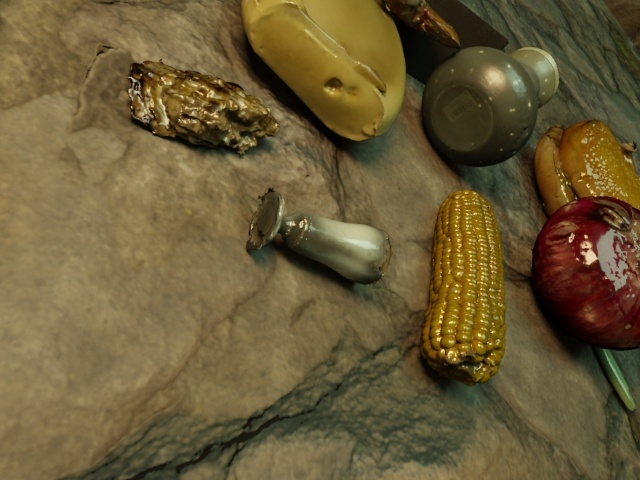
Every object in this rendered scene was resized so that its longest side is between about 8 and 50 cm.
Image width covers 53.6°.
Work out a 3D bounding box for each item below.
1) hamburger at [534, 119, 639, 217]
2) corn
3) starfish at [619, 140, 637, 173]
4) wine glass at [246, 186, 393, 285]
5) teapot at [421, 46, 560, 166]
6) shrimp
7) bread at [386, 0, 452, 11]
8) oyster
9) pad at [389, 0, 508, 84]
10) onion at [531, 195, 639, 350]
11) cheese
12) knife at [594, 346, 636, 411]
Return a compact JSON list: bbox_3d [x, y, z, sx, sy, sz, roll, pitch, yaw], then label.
[{"bbox_3d":[0.472,-0.093,1.146,0.156,0.144,0.283,-9,70,-34],"label":"hamburger"},{"bbox_3d":[0.190,0.046,0.815,0.102,0.102,0.313,37,43,-19],"label":"corn"},{"bbox_3d":[0.679,0.039,1.236,0.324,0.082,0.432,14,56,-59],"label":"starfish"},{"bbox_3d":[0.000,0.000,0.690,0.155,0.072,0.072,20,51,-33],"label":"wine glass"},{"bbox_3d":[0.282,-0.230,1.009,0.251,0.183,0.183,-34,89,-42],"label":"teapot"},{"bbox_3d":[0.151,-0.331,0.912,0.132,0.052,0.187,39,15,31],"label":"shrimp"},{"bbox_3d":[0.184,-0.539,1.040,0.143,0.323,0.333,17,53,-25],"label":"bread"},{"bbox_3d":[-0.123,-0.146,0.688,0.177,0.056,0.105,22,42,-26],"label":"oyster"},{"bbox_3d":[0.192,-0.325,1.038,0.211,0.143,0.003,24,36,-31],"label":"pad"},{"bbox_3d":[0.433,0.050,0.975,0.246,0.190,0.247,8,74,-32],"label":"onion"},{"bbox_3d":[0.015,-0.295,0.868,0.259,0.128,0.316,44,38,-29],"label":"cheese"},{"bbox_3d":[0.454,0.142,1.059,0.043,0.020,0.293,-4,66,-43],"label":"knife"}]
